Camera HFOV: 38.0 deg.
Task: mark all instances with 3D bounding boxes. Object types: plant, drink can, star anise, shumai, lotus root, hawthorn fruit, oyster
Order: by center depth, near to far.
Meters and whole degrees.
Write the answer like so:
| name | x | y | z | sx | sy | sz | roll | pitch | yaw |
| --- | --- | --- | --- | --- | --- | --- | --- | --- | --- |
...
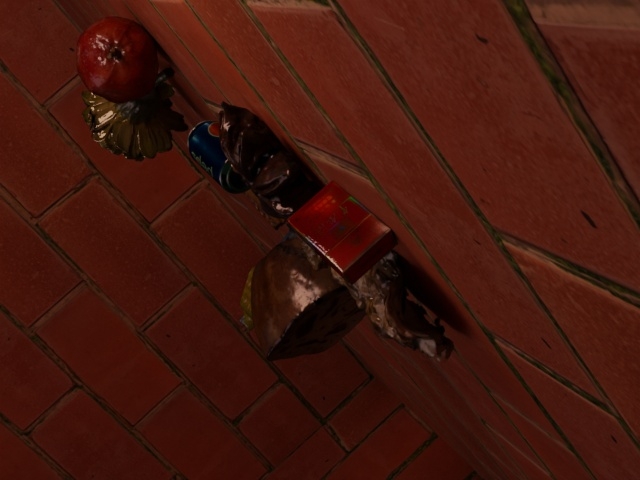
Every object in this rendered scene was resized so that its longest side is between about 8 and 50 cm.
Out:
| name | x | y | z | sx | sy | sz | roll | pitch | yaw |
| --- | --- | --- | --- | --- | --- | --- | --- | --- | --- |
| oyster | 0.126 | 0.110 | 1.705 | 0.351 | 0.115 | 0.238 | 40 | 169 | 50 |
| star anise | -0.091 | -0.127 | 1.796 | 0.315 | 0.108 | 0.315 | 44 | 171 | 9 |
| shumai | 0.003 | -0.012 | 1.949 | 0.123 | 0.105 | 0.139 | -139 | 34 | -68 |
| hawthorn fruit | -0.472 | -0.422 | 2.168 | 0.205 | 0.205 | 0.253 | 50 | 173 | -14 |
| drink can | -0.230 | -0.201 | 2.203 | 0.205 | 0.118 | 0.118 | 41 | 170 | 42 |
| lotus root | -0.016 | 0.117 | 2.255 | 0.316 | 0.316 | 0.250 | 61 | -176 | -62 |
| plant | -0.496 | -0.355 | 2.428 | 0.306 | 0.261 | 0.297 | 60 | 173 | -8 |

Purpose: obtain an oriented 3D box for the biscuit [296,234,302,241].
| name | x | y | z | sx | sy | sz | roll | pitch | yaw |
| --- | --- | --- | --- | --- | --- | --- | --- | --- | --- |
| biscuit | -0.005 | 0.003 | 2.035 | 0.118 | 0.023 | 0.140 | 28 | -155 | -15 |

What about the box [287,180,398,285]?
| name | x | y | z | sx | sy | sz | roll | pitch | yaw |
| --- | --- | --- | --- | --- | --- | --- | --- | --- | --- |
| box | 0.035 | -0.015 | 1.583 | 0.175 | 0.112 | 0.048 | 41 | 170 | 41 |

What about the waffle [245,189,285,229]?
| name | x | y | z | sx | sy | sz | roll | pitch | yaw |
| --- | --- | --- | --- | --- | --- | --- | --- | --- | --- |
| waffle | -0.161 | -0.097 | 2.677 | 0.148 | 0.042 | 0.102 | 48 | 175 | 2 |

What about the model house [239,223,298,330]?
| name | x | y | z | sx | sy | sz | roll | pitch | yaw |
| --- | --- | --- | --- | --- | --- | --- | --- | --- | --- |
| model house | -0.086 | 0.142 | 2.547 | 0.215 | 0.303 | 0.237 | 43 | 175 | -20 |
